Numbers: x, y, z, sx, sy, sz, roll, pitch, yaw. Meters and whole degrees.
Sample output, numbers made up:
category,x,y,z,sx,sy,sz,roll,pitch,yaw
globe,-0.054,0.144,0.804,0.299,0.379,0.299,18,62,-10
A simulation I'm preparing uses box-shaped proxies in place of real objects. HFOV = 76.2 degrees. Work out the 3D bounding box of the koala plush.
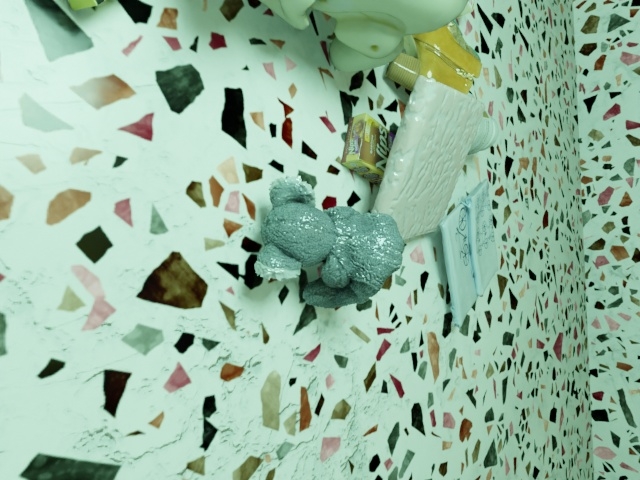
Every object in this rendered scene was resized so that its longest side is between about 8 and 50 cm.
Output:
category,x,y,z,sx,sy,sz,roll,pitch,yaw
koala plush,0.000,0.000,0.678,0.221,0.203,0.196,22,72,-29

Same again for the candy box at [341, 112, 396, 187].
category,x,y,z,sx,sy,sz,roll,pitch,yaw
candy box,0.131,-0.184,0.897,0.187,0.053,0.109,21,74,-41

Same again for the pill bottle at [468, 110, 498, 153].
category,x,y,z,sx,sy,sz,roll,pitch,yaw
pill bottle,0.385,-0.298,1.099,0.229,0.131,0.131,-9,94,-45

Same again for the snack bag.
category,x,y,z,sx,sy,sz,roll,pitch,yaw
snack bag,0.431,0.027,1.158,0.343,0.037,0.322,-34,117,-44

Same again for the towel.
category,x,y,z,sx,sy,sz,roll,pitch,yaw
towel,0.231,-0.159,0.886,0.317,0.053,0.331,-12,124,-51

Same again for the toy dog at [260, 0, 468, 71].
category,x,y,z,sx,sy,sz,roll,pitch,yaw
toy dog,0.031,-0.433,0.581,0.408,0.395,0.284,3,113,-49

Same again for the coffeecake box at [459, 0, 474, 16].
category,x,y,z,sx,sy,sz,roll,pitch,yaw
coffeecake box,0.395,-0.768,1.179,0.142,0.068,0.185,35,64,-38

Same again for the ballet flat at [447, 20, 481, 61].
category,x,y,z,sx,sy,sz,roll,pitch,yaw
ballet flat,0.393,-0.549,1.179,0.206,0.073,0.067,27,97,-38

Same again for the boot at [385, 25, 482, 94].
category,x,y,z,sx,sy,sz,roll,pitch,yaw
boot,0.292,-0.469,0.978,0.211,0.104,0.294,20,82,-8

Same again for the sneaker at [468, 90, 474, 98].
category,x,y,z,sx,sy,sz,roll,pitch,yaw
sneaker,0.343,-0.426,1.098,0.235,0.084,0.097,6,82,-44

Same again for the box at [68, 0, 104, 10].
category,x,y,z,sx,sy,sz,roll,pitch,yaw
box,-0.242,-0.390,0.520,0.232,0.058,0.087,-58,146,-31
